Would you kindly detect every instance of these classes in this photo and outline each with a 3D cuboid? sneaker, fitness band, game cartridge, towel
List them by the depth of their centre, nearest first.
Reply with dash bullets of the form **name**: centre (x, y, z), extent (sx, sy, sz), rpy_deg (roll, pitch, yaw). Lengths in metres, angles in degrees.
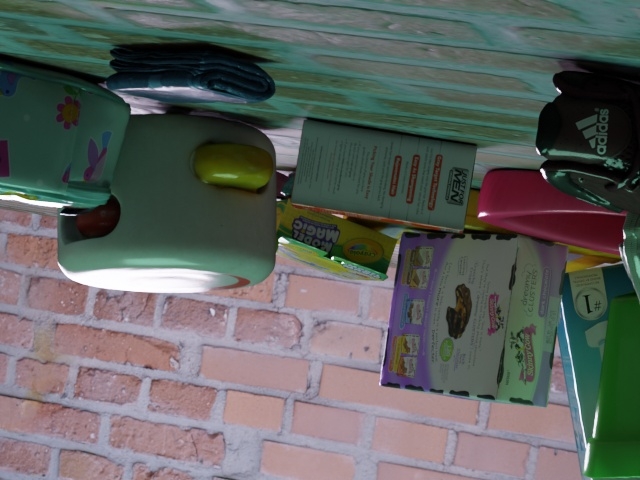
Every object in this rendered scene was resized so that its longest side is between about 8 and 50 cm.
- **sneaker**: centre (0.204, -0.039, 1.076), extent (0.162, 0.106, 0.281), rpy_deg (13, 177, -16)
- **towel**: centre (-0.087, -0.110, 1.332), extent (0.067, 0.029, 0.119), rpy_deg (12, 175, -39)
- **fitness band**: centre (0.269, -0.018, 1.815), extent (0.209, 0.054, 0.291), rpy_deg (10, 177, 37)
- **game cartridge**: centre (0.174, -0.014, 2.134), extent (0.285, 0.053, 0.323), rpy_deg (9, 178, -2)

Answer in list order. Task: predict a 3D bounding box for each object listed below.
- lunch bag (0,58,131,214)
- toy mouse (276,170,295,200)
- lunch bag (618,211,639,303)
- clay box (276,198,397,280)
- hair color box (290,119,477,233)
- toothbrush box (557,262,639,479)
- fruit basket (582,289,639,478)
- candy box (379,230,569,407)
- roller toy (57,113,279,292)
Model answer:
- **lunch bag**: centre (-0.302, -0.091, 1.598), extent (0.279, 0.108, 0.224), rpy_deg (11, 177, -28)
- **toy mouse**: centre (-0.037, -0.059, 2.115), extent (0.143, 0.031, 0.161), rpy_deg (10, 177, -13)
- **lunch bag**: centre (0.380, 0.042, 1.502), extent (0.235, 0.169, 0.287), rpy_deg (11, 171, 37)
- **clay box**: centre (0.000, 0.000, 2.145), extent (0.127, 0.053, 0.222), rpy_deg (20, 174, -12)
- **hair color box**: centre (0.051, -0.051, 1.608), extent (0.141, 0.072, 0.043), rpy_deg (10, 176, 4)
- **toothbrush box**: centre (0.371, 0.164, 2.090), extent (0.216, 0.296, 0.126), rpy_deg (-10, 176, 1)
- **fruit basket**: centre (0.459, 0.206, 1.857), extent (0.392, 0.392, 0.283), rpy_deg (8, -168, 30)
- **candy box**: centre (0.153, 0.078, 2.018), extent (0.070, 0.165, 0.196), rpy_deg (12, 175, -34)
- **roller toy**: centre (-0.134, -0.037, 1.746), extent (0.191, 0.146, 0.209), rpy_deg (0, 171, 1)
